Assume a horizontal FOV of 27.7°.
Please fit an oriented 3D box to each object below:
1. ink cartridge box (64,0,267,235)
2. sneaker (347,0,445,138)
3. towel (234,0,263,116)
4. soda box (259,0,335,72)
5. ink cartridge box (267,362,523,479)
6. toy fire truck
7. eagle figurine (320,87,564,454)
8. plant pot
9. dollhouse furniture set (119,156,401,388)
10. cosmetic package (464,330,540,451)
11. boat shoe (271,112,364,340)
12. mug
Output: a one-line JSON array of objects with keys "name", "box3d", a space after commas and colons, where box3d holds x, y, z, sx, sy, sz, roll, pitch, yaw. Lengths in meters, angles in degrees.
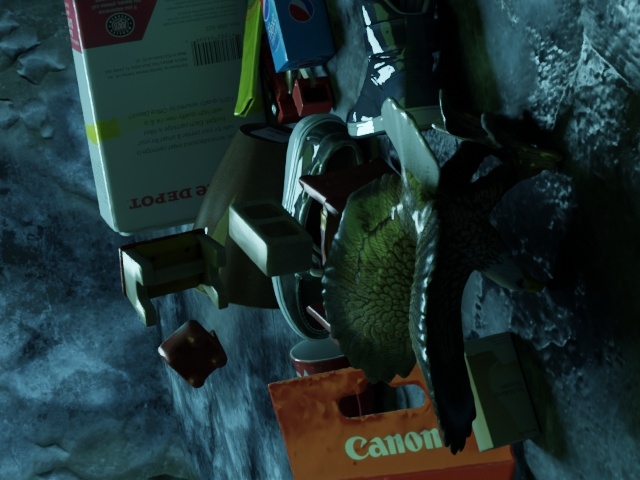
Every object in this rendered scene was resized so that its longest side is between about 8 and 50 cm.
[{"name": "ink cartridge box", "box3d": [-0.245, -0.229, 2.112, 0.160, 0.279, 0.385, -148, 49, -68]}, {"name": "sneaker", "box3d": [0.077, -0.196, 1.436, 0.226, 0.086, 0.163, -179, 80, -74]}, {"name": "towel", "box3d": [-0.101, -0.308, 1.912, 0.102, 0.021, 0.237, 135, 140, -73]}, {"name": "soda box", "box3d": [-0.043, -0.339, 1.748, 0.067, 0.071, 0.210, 153, 104, -72]}, {"name": "ink cartridge box", "box3d": [0.084, 0.332, 1.454, 0.308, 0.091, 0.385, -14, 89, 33]}, {"name": "toy fire truck", "box3d": [-0.040, -0.237, 1.848, 0.135, 0.047, 0.192, 112, 145, -59]}, {"name": "eagle figurine", "box3d": [0.113, 0.024, 1.245, 0.225, 0.298, 0.226, 32, -175, 15]}, {"name": "plant pot", "box3d": [-0.084, -0.047, 1.901, 0.215, 0.215, 0.230, -134, 50, -60]}, {"name": "dollhouse furniture set", "box3d": [-0.054, 0.049, 1.535, 0.152, 0.374, 0.201, -135, 39, -54]}, {"name": "cosmetic package", "box3d": [0.184, 0.159, 1.370, 0.041, 0.060, 0.115, 130, 125, -68]}, {"name": "boat shoe", "box3d": [0.000, 0.000, 1.747, 0.119, 0.121, 0.335, -124, 29, -60]}, {"name": "mug", "box3d": [0.026, 0.231, 1.823, 0.150, 0.113, 0.169, -77, -23, -74]}]
